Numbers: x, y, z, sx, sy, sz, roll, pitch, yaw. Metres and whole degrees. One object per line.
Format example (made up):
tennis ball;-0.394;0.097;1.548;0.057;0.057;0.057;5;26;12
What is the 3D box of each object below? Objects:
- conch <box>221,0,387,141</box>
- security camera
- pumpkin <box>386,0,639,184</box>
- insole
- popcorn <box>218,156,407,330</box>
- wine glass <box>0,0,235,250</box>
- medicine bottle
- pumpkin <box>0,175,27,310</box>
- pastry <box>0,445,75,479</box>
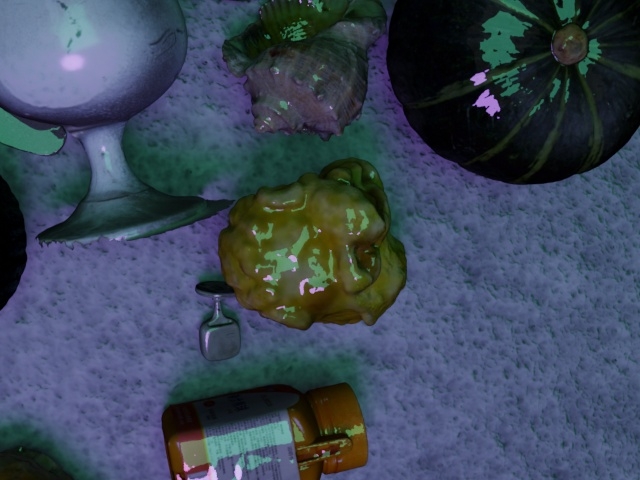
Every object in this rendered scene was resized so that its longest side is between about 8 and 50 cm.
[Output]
conch;-0.014;-0.209;1.010;0.178;0.163;0.245;37;66;2
security camera;-0.124;0.099;1.056;0.058;0.058;0.092;1;104;-14
pumpkin;0.235;-0.221;1.020;0.323;0.241;0.324;-2;94;-20
insole;-0.376;-0.157;0.994;0.192;0.010;0.063;35;85;-14
popcorn;0.000;0.000;0.998;0.225;0.200;0.203;17;96;-9
wine glass;-0.237;-0.167;0.922;0.237;0.238;0.323;-14;105;-12
medicine bottle;-0.065;0.236;1.020;0.222;0.149;0.112;-10;95;-13
pumpkin;-0.404;-0.003;0.926;0.201;0.140;0.202;2;100;11
pastry;-0.365;0.394;0.964;0.329;0.136;0.330;-1;95;-14
